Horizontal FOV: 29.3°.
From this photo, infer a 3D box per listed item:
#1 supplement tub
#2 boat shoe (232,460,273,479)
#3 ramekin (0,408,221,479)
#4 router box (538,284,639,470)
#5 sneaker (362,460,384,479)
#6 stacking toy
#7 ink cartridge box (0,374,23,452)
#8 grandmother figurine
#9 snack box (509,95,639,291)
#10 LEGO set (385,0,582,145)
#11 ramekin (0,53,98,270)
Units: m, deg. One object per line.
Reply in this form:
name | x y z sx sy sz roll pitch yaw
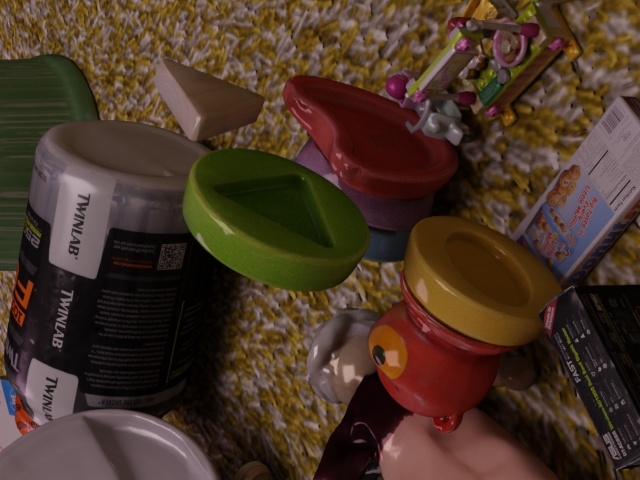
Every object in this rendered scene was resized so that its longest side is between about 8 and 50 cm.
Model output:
supplement tub | -0.226 0.056 1.322 0.207 0.207 0.338 38 121 46
boat shoe | -0.055 0.308 1.233 0.059 0.063 0.170 10 106 47
ramekin | -0.216 0.312 1.212 0.273 0.272 0.127 54 164 37
router box | 0.211 0.088 0.823 0.038 0.092 0.122 -45 56 40
sneaker | 0.033 0.268 1.096 0.110 0.107 0.275 50 133 -7
stacking toy | 0.000 0.000 0.934 0.130 0.279 0.309 -65 30 29
ink cartridge box | -0.392 0.301 1.672 0.134 0.078 0.231 -5 88 54
grandmother figurine | 0.080 0.161 0.977 0.342 0.207 0.104 48 167 54
snack box | 0.192 -0.020 0.903 0.178 0.022 0.064 -58 47 38
LEGO set | 0.126 -0.194 0.910 0.132 0.107 0.287 49 129 40
ramekin | -0.422 -0.099 1.629 0.303 0.148 0.304 5 96 54
